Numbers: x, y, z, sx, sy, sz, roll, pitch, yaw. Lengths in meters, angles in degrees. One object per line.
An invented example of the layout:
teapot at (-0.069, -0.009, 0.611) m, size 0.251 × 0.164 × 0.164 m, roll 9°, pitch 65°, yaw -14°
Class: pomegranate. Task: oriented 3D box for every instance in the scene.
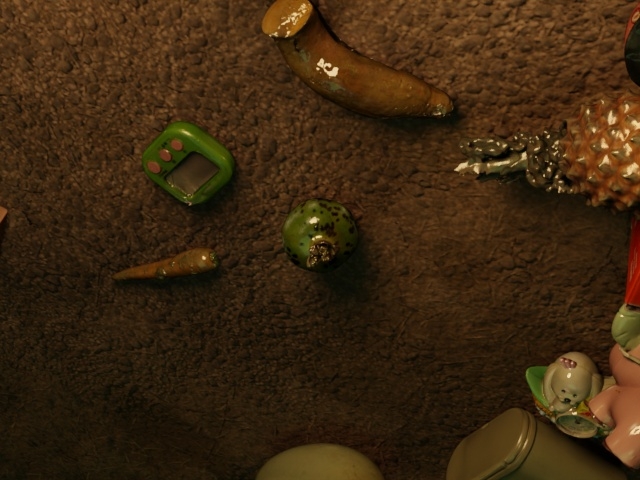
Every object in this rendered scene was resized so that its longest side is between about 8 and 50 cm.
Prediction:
pomegranate at (0.000, 0.000, 1.740) m, size 0.122 × 0.161 × 0.122 m, roll 0°, pitch 114°, yaw -1°

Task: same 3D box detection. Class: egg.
egg at (-0.002, 0.506, 2.224) m, size 0.295 × 0.218 × 0.218 m, roll 4°, pitch 137°, yaw 33°

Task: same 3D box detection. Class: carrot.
carrot at (-0.278, 0.049, 1.983) m, size 0.254 × 0.049 × 0.049 m, roll -11°, pitch 130°, yaw 36°

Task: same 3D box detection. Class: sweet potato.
sweet potato at (0.047, -0.228, 1.527) m, size 0.285 × 0.085 × 0.112 m, roll 29°, pitch 133°, yaw -10°

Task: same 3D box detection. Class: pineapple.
pineapple at (0.338, -0.112, 1.447) m, size 0.361 × 0.175 × 0.175 m, roll 5°, pitch 139°, yaw 39°

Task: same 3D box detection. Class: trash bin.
trash bin at (0.393, 0.435, 2.070) m, size 0.247 × 0.121 × 0.243 m, roll 30°, pitch 137°, yaw -15°

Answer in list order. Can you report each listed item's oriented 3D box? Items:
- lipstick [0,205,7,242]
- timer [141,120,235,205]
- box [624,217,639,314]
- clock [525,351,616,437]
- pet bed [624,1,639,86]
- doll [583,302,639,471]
lipstick at (-0.600, -0.009, 2.042) m, size 0.045 × 0.045 × 0.145 m, roll 24°, pitch 139°, yaw -6°
timer at (-0.206, -0.121, 1.768) m, size 0.128 × 0.047 × 0.140 m, roll 38°, pitch 136°, yaw -16°
box at (0.491, 0.018, 1.540) m, size 0.133 × 0.182 × 0.099 m, roll 11°, pitch 138°, yaw 6°
clock at (0.450, 0.257, 1.868) m, size 0.231 × 0.103 × 0.144 m, roll 20°, pitch 147°, yaw 2°
pet bed at (0.467, -0.238, 1.376) m, size 0.201 × 0.053 × 0.201 m, roll 10°, pitch 138°, yaw 9°
doll at (0.540, 0.204, 1.690) m, size 0.284 × 0.216 × 0.268 m, roll 32°, pitch 108°, yaw -15°
